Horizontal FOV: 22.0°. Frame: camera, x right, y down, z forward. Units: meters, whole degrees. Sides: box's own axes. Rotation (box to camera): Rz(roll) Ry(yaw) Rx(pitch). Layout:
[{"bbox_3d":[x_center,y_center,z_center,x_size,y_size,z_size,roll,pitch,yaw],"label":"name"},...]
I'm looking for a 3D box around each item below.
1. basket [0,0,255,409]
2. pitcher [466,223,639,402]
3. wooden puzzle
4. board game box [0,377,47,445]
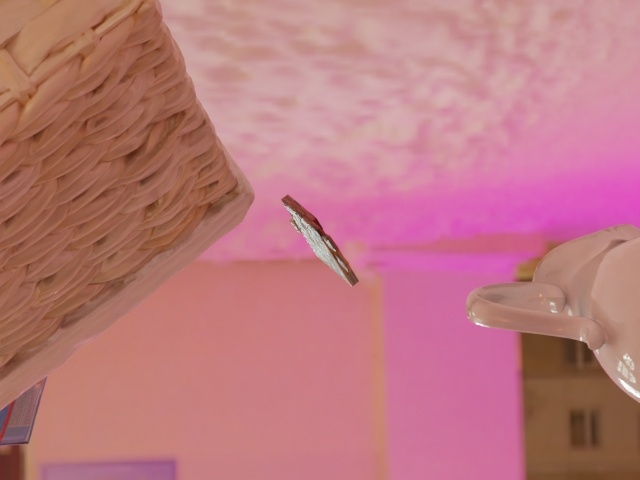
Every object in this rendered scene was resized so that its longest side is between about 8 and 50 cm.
[{"bbox_3d":[-0.266,-0.077,0.829,0.331,0.328,0.266,-38,161,-7],"label":"basket"},{"bbox_3d":[0.214,0.054,1.143,0.178,0.125,0.207,-11,-165,-19],"label":"pitcher"},{"bbox_3d":[0.000,0.000,0.985,0.006,0.049,0.083,-38,-144,-8],"label":"wooden puzzle"},{"bbox_3d":[-0.221,0.050,1.020,0.039,0.160,0.211,16,180,16],"label":"board game box"}]
